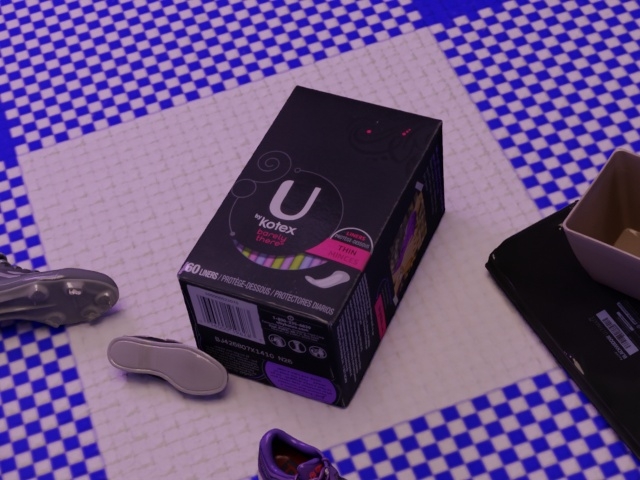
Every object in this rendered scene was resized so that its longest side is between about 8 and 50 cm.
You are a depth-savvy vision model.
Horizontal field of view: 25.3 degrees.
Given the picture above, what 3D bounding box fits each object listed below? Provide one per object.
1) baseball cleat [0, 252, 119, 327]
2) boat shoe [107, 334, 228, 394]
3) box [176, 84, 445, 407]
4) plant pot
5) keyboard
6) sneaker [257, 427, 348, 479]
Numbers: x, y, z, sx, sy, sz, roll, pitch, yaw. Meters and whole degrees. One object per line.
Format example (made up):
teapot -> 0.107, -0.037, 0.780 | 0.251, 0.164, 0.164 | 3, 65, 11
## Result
baseball cleat -> -0.308, 0.041, 1.450 | 0.206, 0.072, 0.109 | -7, 43, -3
boat shoe -> -0.144, 0.119, 1.382 | 0.125, 0.038, 0.046 | 9, 95, 16
box -> 0.000, 0.000, 1.392 | 0.165, 0.143, 0.270 | 15, 54, 19
plant pot -> 0.303, -0.002, 1.342 | 0.109, 0.096, 0.109 | 24, 62, 29
keyboard -> 0.316, 0.076, 1.360 | 0.201, 0.033, 0.317 | -28, 53, -9
sneaker -> 0.003, 0.227, 1.251 | 0.170, 0.071, 0.068 | 33, 62, 28
